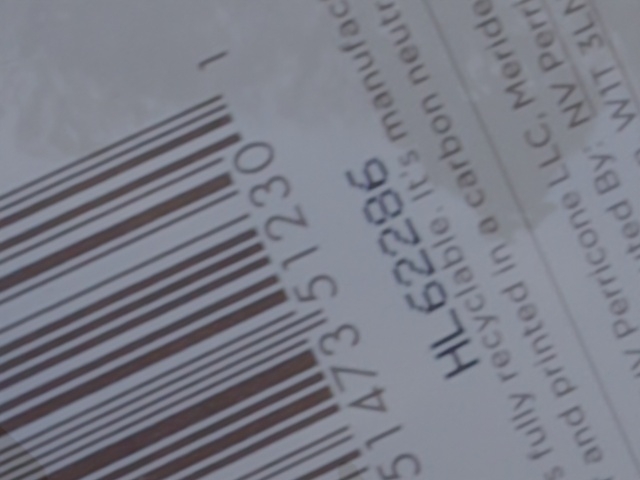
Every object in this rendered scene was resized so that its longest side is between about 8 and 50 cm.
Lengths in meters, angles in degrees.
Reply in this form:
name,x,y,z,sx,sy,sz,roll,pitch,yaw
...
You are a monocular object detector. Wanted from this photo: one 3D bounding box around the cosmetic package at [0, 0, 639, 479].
name,x,y,z,sx,sy,sz,roll,pitch,yaw
cosmetic package,0.000,0.000,0.658,0.327,0.329,0.394,-26,-175,-6
